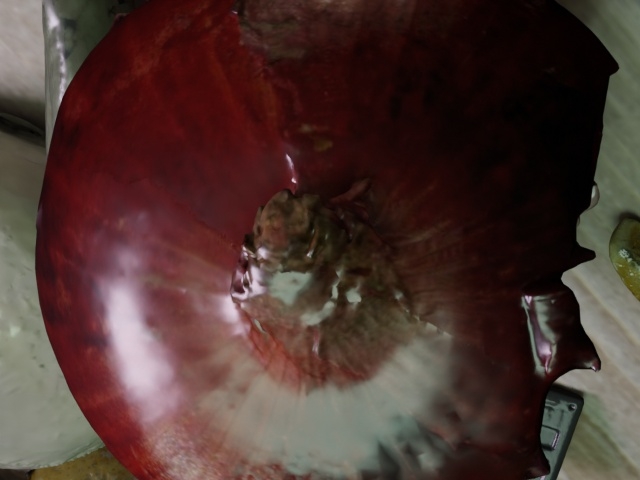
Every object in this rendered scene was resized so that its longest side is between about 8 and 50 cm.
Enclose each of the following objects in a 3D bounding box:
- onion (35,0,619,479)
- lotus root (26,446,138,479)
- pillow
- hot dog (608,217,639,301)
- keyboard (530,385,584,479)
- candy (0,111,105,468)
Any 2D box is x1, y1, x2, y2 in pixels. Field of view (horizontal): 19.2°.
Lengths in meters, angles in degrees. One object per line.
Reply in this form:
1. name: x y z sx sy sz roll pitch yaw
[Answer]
1. onion: 0.002 -0.005 1.015 0.341 0.341 0.341 10 138 9
2. lotus root: -0.078 0.183 1.375 0.278 0.154 0.154 -5 135 13
3. pillow: -0.120 -0.056 1.140 0.051 0.093 0.241 19 115 57
4. hot dog: 0.207 0.023 1.178 0.090 0.030 0.034 37 144 -20
5. keyboard: 0.089 0.125 1.307 0.381 0.041 0.103 20 108 7
6. candy: -0.236 0.050 1.257 0.295 0.185 0.295 9 133 10
